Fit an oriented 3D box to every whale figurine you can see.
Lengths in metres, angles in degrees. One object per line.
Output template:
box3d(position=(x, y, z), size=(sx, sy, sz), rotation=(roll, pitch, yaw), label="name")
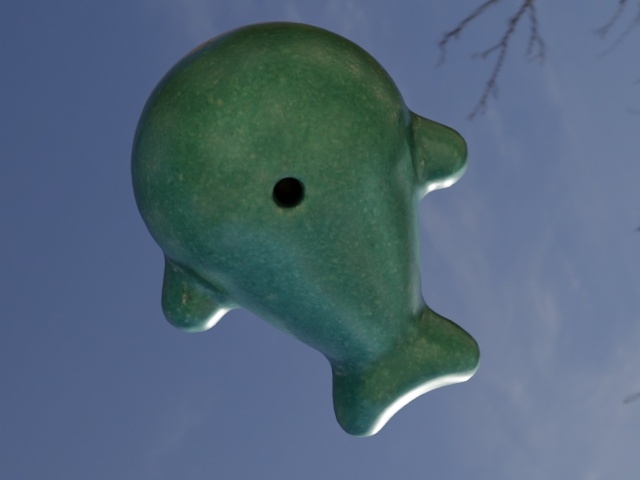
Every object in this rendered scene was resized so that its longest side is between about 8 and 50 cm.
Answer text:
box3d(position=(0.000, 0.000, 0.897), size=(0.216, 0.141, 0.272), rotation=(-29, -76, 0), label="whale figurine")
